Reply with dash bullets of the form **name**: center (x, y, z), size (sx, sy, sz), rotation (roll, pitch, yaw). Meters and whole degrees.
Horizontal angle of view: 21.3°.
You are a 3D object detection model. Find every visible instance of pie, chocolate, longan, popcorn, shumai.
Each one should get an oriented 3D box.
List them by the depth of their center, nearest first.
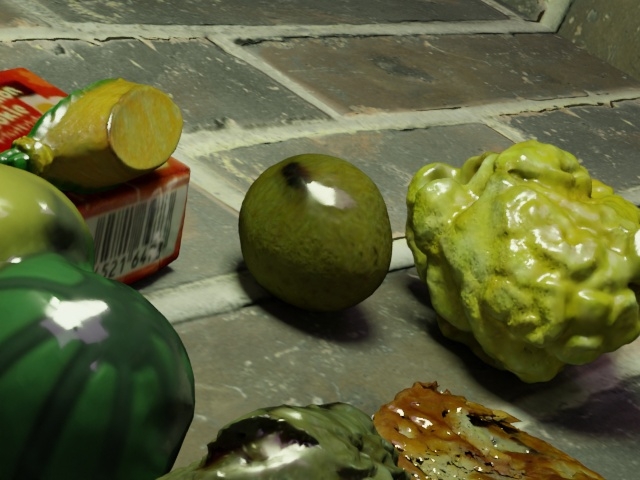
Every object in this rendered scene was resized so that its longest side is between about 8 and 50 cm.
- **shumai**: center (-0.006, 0.217, 1.079), size (0.218, 0.189, 0.256), rotation (50, 12, 13)
- **pie**: center (0.146, 0.208, 1.329), size (0.308, 0.085, 0.308), rotation (19, 18, -6)
- **chocolate**: center (-0.255, -0.050, 1.471), size (0.234, 0.108, 0.237), rotation (31, 24, 17)
- **longan**: center (0.000, 0.000, 1.600), size (0.155, 0.145, 0.176), rotation (-84, 151, -45)
- **popcorn**: center (0.211, 0.018, 1.655), size (0.241, 0.235, 0.250), rotation (-7, 11, -14)

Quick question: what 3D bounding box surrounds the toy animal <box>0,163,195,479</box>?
- **toy animal**: center (-0.229, 0.050, 1.145), size (0.338, 0.191, 0.216), rotation (36, 24, 26)

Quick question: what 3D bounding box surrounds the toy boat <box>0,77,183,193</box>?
- **toy boat**: center (-0.183, -0.085, 1.392), size (0.088, 0.089, 0.229), rotation (-8, 10, 21)
